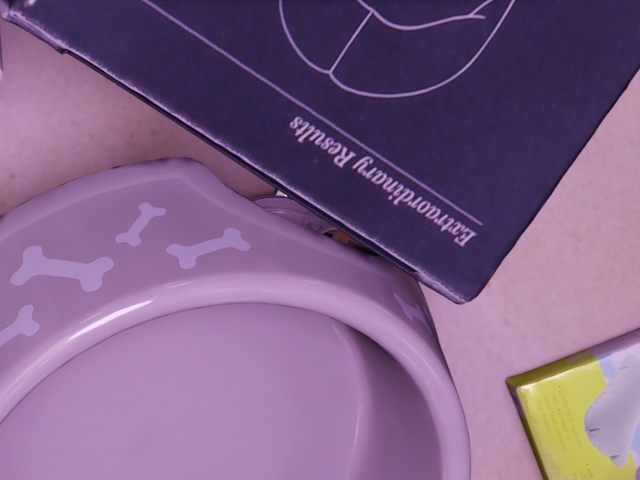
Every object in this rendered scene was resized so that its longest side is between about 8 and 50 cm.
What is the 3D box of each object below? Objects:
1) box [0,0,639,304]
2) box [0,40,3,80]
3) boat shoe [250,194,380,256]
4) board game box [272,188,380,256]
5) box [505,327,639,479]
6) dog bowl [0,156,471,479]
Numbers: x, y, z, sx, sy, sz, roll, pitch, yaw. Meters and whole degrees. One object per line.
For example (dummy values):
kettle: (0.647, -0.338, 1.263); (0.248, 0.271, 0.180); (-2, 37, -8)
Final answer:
box: (0.046, -0.223, 1.001); (0.293, 0.212, 0.395); (33, 96, -28)
box: (-0.221, -0.082, 1.001); (0.087, 0.101, 0.102); (22, 112, -21)
boat shoe: (0.000, 0.000, 1.139); (0.100, 0.035, 0.035); (22, 92, -7)
board game box: (-0.001, 0.016, 1.169); (0.090, 0.020, 0.090); (29, 92, -7)
box: (0.215, 0.103, 1.186); (0.178, 0.042, 0.109); (-21, 97, -2)
dog bowl: (-0.076, 0.132, 1.059); (0.348, 0.102, 0.349); (-10, 121, -17)
